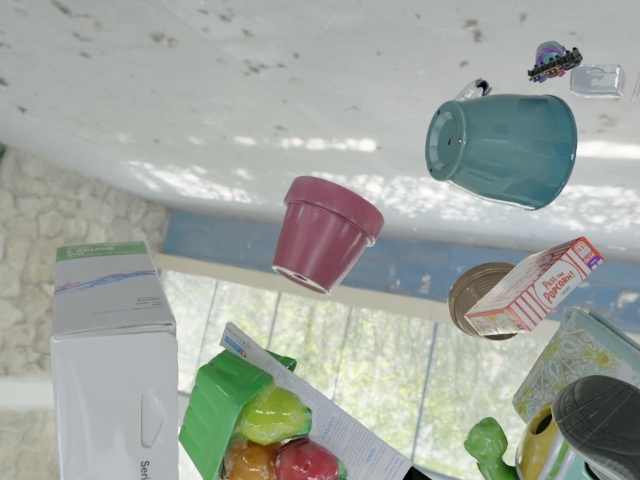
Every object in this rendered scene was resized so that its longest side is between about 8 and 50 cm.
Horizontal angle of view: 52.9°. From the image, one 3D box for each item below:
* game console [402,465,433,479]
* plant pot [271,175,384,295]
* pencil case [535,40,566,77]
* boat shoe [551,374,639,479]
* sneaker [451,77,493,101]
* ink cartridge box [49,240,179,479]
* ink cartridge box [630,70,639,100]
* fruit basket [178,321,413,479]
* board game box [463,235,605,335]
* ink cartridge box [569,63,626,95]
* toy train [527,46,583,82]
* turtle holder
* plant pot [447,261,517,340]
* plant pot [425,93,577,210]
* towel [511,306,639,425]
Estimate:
[{"bbox_3d":[0.265,0.652,1.363,0.361,0.213,0.044,31,152,14],"label":"game console"},{"bbox_3d":[0.000,0.000,1.256,0.201,0.180,0.201,24,168,6],"label":"plant pot"},{"bbox_3d":[0.507,-0.398,1.412,0.070,0.064,0.151,48,-151,-5],"label":"pencil case"},{"bbox_3d":[0.397,0.272,0.780,0.103,0.118,0.320,57,175,-19],"label":"boat shoe"},{"bbox_3d":[0.478,-0.429,1.952,0.111,0.129,0.297,40,-150,6],"label":"sneaker"},{"bbox_3d":[-0.237,0.136,0.730,0.117,0.201,0.278,-3,-163,-20],"label":"ink cartridge box"},{"bbox_3d":[0.797,-0.442,1.472,0.056,0.225,0.181,53,161,40],"label":"ink cartridge box"},{"bbox_3d":[-0.052,0.337,1.044,0.353,0.327,0.165,30,-146,14],"label":"fruit basket"},{"bbox_3d":[0.300,0.072,0.927,0.045,0.147,0.193,48,169,4],"label":"board game box"},{"bbox_3d":[0.674,-0.385,1.558,0.109,0.063,0.150,8,-171,30],"label":"ink cartridge box"},{"bbox_3d":[0.431,-0.319,1.185,0.036,0.027,0.158,52,172,-9],"label":"toy train"},{"bbox_3d":[0.439,0.366,1.104,0.320,0.227,0.243,18,-141,39],"label":"turtle holder"},{"bbox_3d":[0.454,0.181,1.660,0.237,0.237,0.110,14,-149,-8],"label":"plant pot"},{"bbox_3d":[0.388,-0.213,1.463,0.255,0.271,0.271,5,175,-17],"label":"plant pot"},{"bbox_3d":[0.633,0.370,1.464,0.090,0.320,0.374,13,-158,-31],"label":"towel"}]
